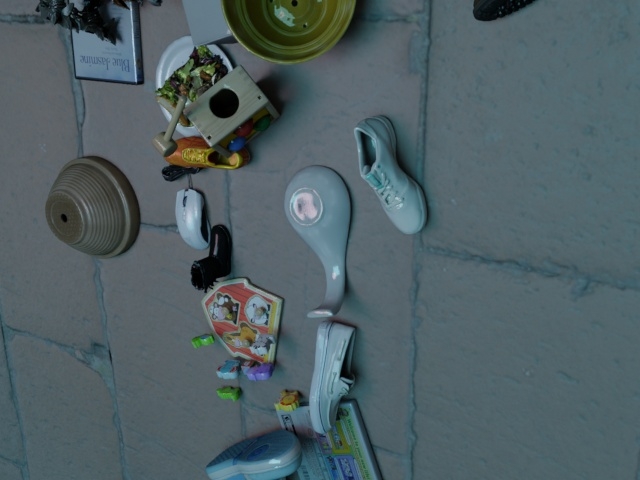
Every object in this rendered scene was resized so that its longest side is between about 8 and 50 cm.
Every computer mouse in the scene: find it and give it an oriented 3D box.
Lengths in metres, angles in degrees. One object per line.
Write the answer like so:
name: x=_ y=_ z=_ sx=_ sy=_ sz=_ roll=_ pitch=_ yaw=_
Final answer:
computer mouse: x=-0.270 y=-0.068 z=1.390 sx=0.106 sy=0.042 sz=0.192 roll=-1 pitch=106 yaw=29

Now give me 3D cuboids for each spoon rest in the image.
spoon rest: x=0.000 y=0.000 z=1.249 sx=0.137 sy=0.084 sz=0.276 roll=-6 pitch=90 yaw=30

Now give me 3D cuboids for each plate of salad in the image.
plate of salad: x=-0.246 y=-0.289 z=1.298 sx=0.200 sy=0.048 sz=0.199 roll=10 pitch=110 yaw=28

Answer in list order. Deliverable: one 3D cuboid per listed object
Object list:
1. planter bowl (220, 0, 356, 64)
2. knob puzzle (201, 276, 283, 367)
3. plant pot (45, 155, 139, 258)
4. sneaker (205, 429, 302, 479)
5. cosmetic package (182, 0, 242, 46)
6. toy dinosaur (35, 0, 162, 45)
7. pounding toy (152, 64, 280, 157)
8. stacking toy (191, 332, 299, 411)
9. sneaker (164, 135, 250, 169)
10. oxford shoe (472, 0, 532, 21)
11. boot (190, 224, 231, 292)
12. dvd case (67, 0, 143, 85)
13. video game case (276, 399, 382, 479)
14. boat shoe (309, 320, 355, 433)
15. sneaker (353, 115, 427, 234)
planter bowl: x=-0.047 y=-0.394 z=1.105 sx=0.217 sy=0.090 sz=0.217 roll=1 pitch=99 yaw=6
knob puzzle: x=-0.176 y=0.166 z=1.423 sx=0.213 sy=0.030 sz=0.213 roll=10 pitch=112 yaw=27
plant pot: x=-0.528 y=-0.062 z=1.502 sx=0.238 sy=0.110 sz=0.237 roll=11 pitch=112 yaw=28
sneaker: x=-0.100 y=0.525 z=1.434 sx=0.319 sy=0.127 sz=0.208 roll=-31 pitch=90 yaw=51
cosmetic package: x=-0.174 y=-0.459 z=1.154 sx=0.107 sy=0.127 sz=0.237 roll=-3 pitch=103 yaw=30
toy dinosaur: x=-0.422 y=-0.499 z=1.272 sx=0.322 sy=0.164 sz=0.218 roll=35 pitch=107 yaw=37
pounding toy: x=-0.183 y=-0.196 z=1.167 sx=0.206 sy=0.181 sz=0.094 roll=-38 pitch=85 yaw=3
stacking toy: x=-0.161 y=0.275 z=1.417 sx=0.221 sy=0.052 sz=0.166 roll=-4 pitch=118 yaw=31
sneaker: x=-0.224 y=-0.168 z=1.295 sx=0.175 sy=0.067 sz=0.064 roll=2 pitch=101 yaw=15
oxford shoe: x=0.294 y=-0.403 z=0.942 sx=0.227 sy=0.083 sz=0.096 roll=-43 pitch=61 yaw=35
boot: x=-0.223 y=0.037 z=1.365 sx=0.045 sy=0.099 sz=0.121 roll=8 pitch=110 yaw=26
dvd case: x=-0.441 y=-0.449 z=1.372 sx=0.181 sy=0.022 sz=0.252 roll=11 pitch=112 yaw=26
video game case: x=0.020 y=0.436 z=1.406 sx=0.193 sy=0.023 sz=0.212 roll=-14 pitch=98 yaw=33
boat shoe: x=0.028 y=0.269 z=1.301 sx=0.076 sy=0.083 sz=0.226 roll=6 pitch=103 yaw=20
sneaker: x=0.106 y=-0.101 z=1.132 sx=0.080 sy=0.094 sz=0.212 roll=-22 pitch=95 yaw=32
